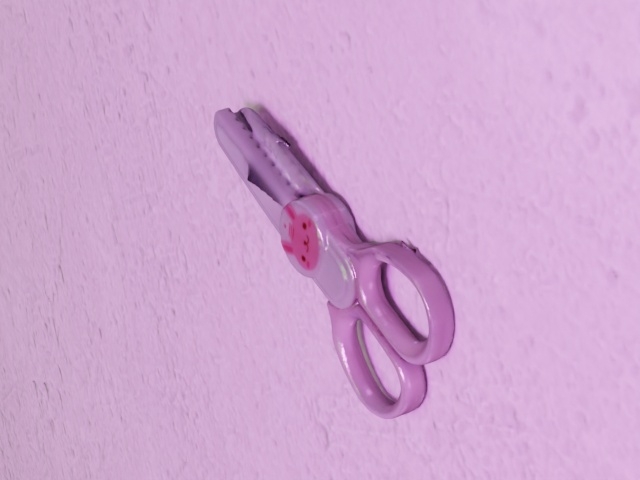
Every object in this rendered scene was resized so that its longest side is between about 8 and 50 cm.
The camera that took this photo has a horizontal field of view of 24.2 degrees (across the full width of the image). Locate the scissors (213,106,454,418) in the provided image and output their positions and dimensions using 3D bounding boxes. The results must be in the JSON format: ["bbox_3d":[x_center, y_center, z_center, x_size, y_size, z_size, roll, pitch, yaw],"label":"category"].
[{"bbox_3d":[0.000,0.000,0.950,0.242,0.031,0.118,52,142,30],"label":"scissors"}]
